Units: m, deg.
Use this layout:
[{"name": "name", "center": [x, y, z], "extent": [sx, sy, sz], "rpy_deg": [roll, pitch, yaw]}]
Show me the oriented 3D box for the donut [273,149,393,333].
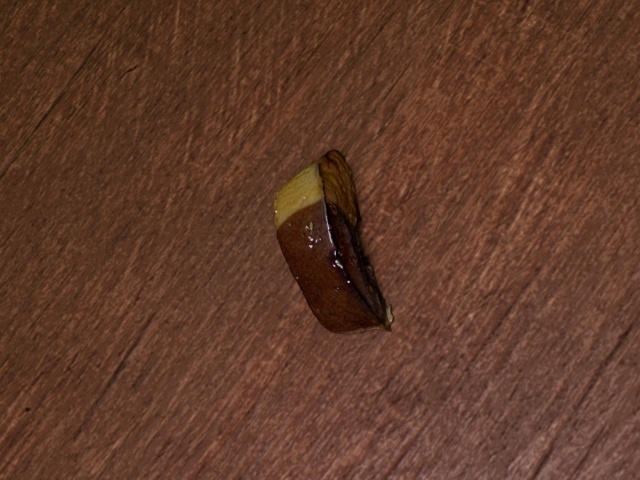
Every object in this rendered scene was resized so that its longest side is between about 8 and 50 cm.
[{"name": "donut", "center": [0.000, 0.000, 1.694], "extent": [0.112, 0.151, 0.295], "rpy_deg": [-26, 63, 19]}]
